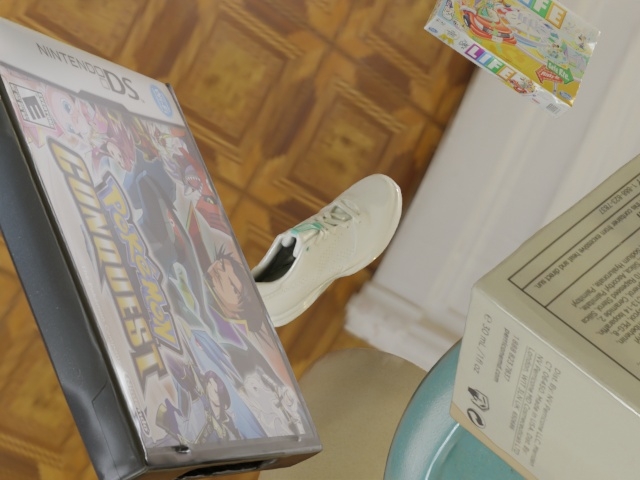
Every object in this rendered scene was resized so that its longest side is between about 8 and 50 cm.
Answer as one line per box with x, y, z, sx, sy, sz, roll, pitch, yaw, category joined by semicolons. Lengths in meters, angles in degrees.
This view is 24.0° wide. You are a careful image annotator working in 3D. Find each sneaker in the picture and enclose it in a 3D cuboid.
0.000;0.000;1.612;0.212;0.080;0.094;-45;146;-7;sneaker

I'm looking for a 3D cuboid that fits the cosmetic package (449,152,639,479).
0.226;0.100;0.682;0.160;0.309;0.113;-34;150;-28;cosmetic package

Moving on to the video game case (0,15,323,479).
-0.105;0.008;0.888;0.035;0.274;0.248;-28;166;16;video game case

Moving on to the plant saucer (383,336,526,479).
0.176;0.181;0.846;0.044;0.318;0.317;-23;128;-65;plant saucer

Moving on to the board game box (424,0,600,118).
0.181;-0.197;1.410;0.154;0.026;0.103;32;57;-12;board game box

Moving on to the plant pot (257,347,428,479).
0.022;0.311;1.843;0.274;0.257;0.256;-48;138;-49;plant pot
